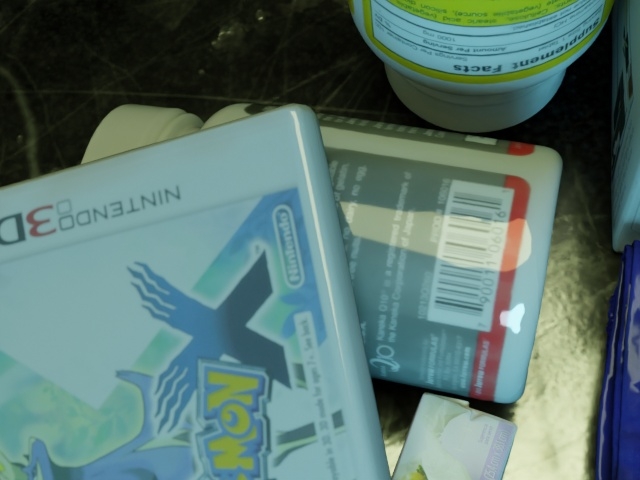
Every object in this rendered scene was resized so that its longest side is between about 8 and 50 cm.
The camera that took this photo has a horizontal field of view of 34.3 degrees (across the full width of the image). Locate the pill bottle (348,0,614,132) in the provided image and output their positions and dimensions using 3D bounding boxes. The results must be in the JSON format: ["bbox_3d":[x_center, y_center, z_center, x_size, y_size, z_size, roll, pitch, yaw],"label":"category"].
[{"bbox_3d":[0.103,-0.213,0.656,0.187,0.334,0.188,-2,65,5],"label":"pill bottle"}]

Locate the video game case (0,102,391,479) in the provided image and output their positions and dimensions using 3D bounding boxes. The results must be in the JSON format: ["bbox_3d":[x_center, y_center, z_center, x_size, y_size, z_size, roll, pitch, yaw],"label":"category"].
[{"bbox_3d":[-0.111,0.119,0.585,0.300,0.036,0.329,-13,84,19],"label":"video game case"}]

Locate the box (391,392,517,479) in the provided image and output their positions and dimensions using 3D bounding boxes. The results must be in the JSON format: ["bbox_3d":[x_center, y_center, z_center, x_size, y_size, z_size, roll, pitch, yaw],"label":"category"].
[{"bbox_3d":[0.034,0.248,0.596,0.063,0.067,0.324,18,69,15],"label":"box"}]

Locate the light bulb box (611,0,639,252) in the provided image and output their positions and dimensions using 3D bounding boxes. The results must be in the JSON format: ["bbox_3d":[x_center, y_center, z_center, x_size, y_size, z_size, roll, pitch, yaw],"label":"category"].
[{"bbox_3d":[0.380,-0.186,0.674,0.357,0.225,0.361,3,66,8],"label":"light bulb box"}]

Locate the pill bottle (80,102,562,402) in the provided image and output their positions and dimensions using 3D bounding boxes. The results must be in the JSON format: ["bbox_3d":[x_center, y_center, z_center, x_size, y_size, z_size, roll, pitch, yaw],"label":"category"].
[{"bbox_3d":[0.000,0.000,0.663,0.283,0.161,0.161,10,66,11],"label":"pill bottle"}]

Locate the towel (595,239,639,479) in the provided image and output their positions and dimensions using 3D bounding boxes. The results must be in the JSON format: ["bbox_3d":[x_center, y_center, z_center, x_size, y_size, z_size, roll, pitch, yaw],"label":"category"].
[{"bbox_3d":[0.324,0.129,0.622,0.308,0.076,0.228,8,73,9],"label":"towel"}]
